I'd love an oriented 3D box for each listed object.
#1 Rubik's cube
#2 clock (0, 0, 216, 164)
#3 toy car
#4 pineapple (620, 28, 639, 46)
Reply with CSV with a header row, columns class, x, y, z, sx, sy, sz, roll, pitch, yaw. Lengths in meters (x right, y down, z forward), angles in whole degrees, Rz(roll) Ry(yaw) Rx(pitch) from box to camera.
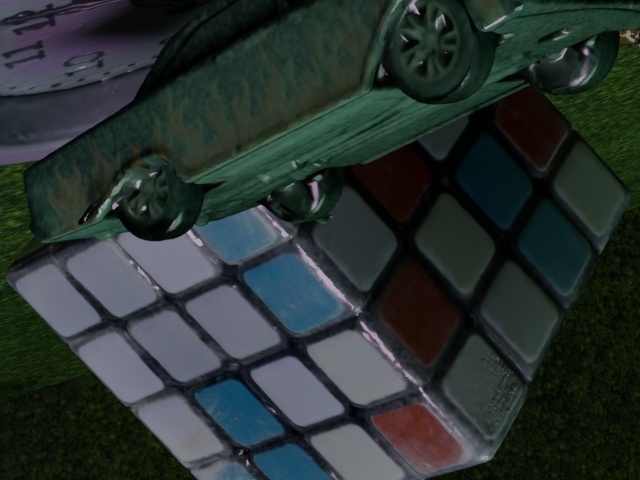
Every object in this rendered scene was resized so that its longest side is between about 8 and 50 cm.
class,x,y,z,sx,sy,sz,roll,pitch,yaw
Rubik's cube,0.001,0.000,1.230,0.259,0.256,0.253,-28,-160,46
clock,-0.092,-0.141,0.930,0.338,0.102,0.338,-19,171,-3
toy car,0.001,-0.075,0.871,0.320,0.097,0.141,-25,169,40
pineapple,0.152,-0.153,1.058,0.161,0.137,0.176,-55,-158,-11
